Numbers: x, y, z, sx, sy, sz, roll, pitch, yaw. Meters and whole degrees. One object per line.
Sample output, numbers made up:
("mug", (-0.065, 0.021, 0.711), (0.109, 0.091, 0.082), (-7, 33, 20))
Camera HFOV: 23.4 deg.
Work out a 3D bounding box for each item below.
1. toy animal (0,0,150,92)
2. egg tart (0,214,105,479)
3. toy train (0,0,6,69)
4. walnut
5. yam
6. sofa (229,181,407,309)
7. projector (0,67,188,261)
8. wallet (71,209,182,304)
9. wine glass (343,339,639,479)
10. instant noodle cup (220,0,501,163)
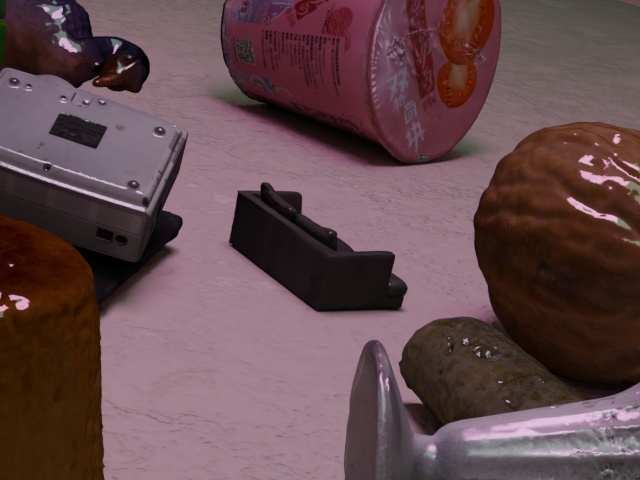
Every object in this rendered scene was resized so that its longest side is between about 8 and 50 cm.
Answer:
("toy animal", (-0.312, -0.191, 1.510), (0.298, 0.122, 0.185), (15, 26, 33))
("egg tart", (-0.192, 0.069, 0.714), (0.203, 0.147, 0.202), (9, 18, -3))
("toy train", (-0.330, -0.106, 1.108), (0.132, 0.188, 0.243), (19, 17, 18))
("walnut", (0.212, 0.007, 1.137), (0.213, 0.213, 0.213), (11, 17, -4))
("yam", (0.114, 0.104, 0.939), (0.078, 0.078, 0.179), (5, 15, -22))
("sofa", (0.000, 0.000, 1.214), (0.085, 0.060, 0.147), (1, 20, -33))
("projector", (-0.180, -0.059, 1.109), (0.147, 0.061, 0.115), (19, 38, -1))
("wallet", (-0.204, 0.010, 1.093), (0.146, 0.030, 0.285), (13, 17, 9))
("wine glass", (0.114, 0.118, 0.761), (0.197, 0.164, 0.165), (6, 18, -7))
("instant noodle cup", (0.039, -0.223, 1.691), (0.231, 0.242, 0.243), (17, 16, 38))
